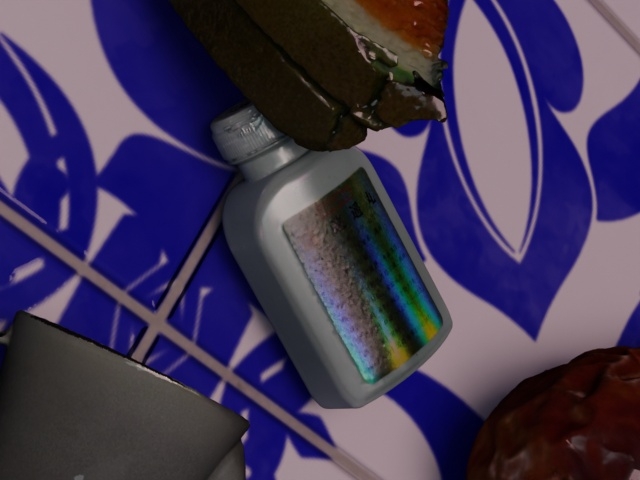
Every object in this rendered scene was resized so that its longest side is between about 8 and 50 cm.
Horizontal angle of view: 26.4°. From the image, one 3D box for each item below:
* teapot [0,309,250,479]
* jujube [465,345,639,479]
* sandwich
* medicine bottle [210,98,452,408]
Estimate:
[{"bbox_3d":[-0.156,0.139,0.844,0.239,0.162,0.149,27,81,-12],"label":"teapot"},{"bbox_3d":[0.264,0.176,1.104,0.342,0.216,0.216,-15,93,-41],"label":"jujube"},{"bbox_3d":[-0.017,-0.195,0.962,0.292,0.109,0.212,42,37,-4],"label":"sandwich"},{"bbox_3d":[0.000,0.000,0.997,0.121,0.083,0.229,-37,106,-32],"label":"medicine bottle"}]
